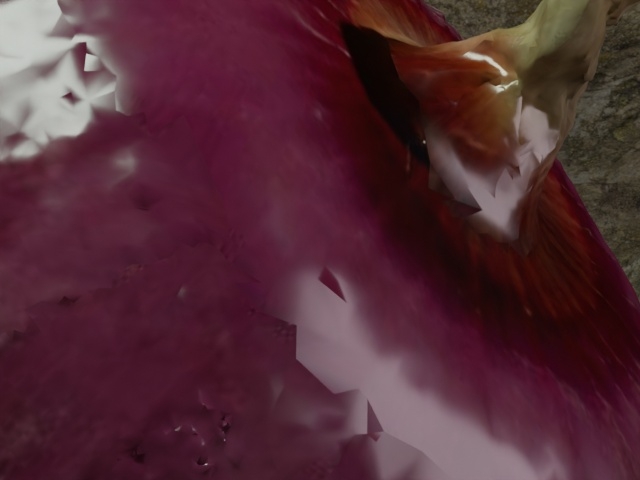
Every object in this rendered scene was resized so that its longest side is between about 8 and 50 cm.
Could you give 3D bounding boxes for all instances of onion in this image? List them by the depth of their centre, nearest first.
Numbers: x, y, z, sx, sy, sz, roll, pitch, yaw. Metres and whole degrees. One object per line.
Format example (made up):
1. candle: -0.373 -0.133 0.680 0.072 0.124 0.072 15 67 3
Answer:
1. onion: -0.027 0.030 0.578 0.345 0.358 0.358 -29 -113 48
